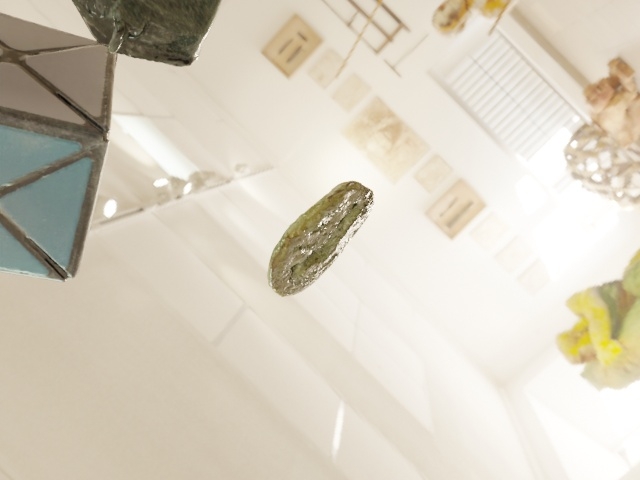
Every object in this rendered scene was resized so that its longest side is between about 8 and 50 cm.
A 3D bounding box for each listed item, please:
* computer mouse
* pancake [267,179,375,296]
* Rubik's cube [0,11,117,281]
[{"bbox_3d":[-0.112,-0.209,0.484,0.113,0.229,0.068,33,151,-28],"label":"computer mouse"},{"bbox_3d":[0.001,-0.001,0.493,0.017,0.108,0.108,42,-171,18],"label":"pancake"},{"bbox_3d":[-0.415,-0.130,0.879,0.259,0.260,0.255,9,-144,-22],"label":"Rubik's cube"}]
